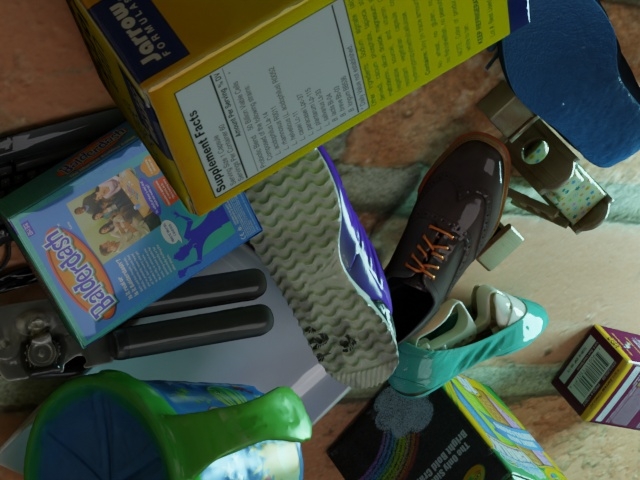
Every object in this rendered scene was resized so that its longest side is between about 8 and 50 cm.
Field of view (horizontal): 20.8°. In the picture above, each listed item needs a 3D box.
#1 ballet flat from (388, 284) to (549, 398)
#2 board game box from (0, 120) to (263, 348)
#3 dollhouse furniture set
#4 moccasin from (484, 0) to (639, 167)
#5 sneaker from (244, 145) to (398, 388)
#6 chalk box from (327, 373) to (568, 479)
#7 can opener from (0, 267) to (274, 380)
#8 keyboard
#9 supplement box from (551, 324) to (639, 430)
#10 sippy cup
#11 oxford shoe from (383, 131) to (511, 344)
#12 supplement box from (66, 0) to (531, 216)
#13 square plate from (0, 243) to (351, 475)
[{"bbox_3d":[0.179,0.102,2.041,0.247,0.083,0.087,-25,127,-33],"label":"ballet flat"},{"bbox_3d":[-0.177,-0.021,1.639,0.210,0.047,0.160,-33,122,-14],"label":"board game box"},{"bbox_3d":[0.208,-0.051,1.917,0.161,0.101,0.182,-43,140,6],"label":"dollhouse furniture set"},{"bbox_3d":[0.241,-0.190,1.808,0.137,0.117,0.342,-29,145,6],"label":"moccasin"},{"bbox_3d":[-0.001,0.001,1.814,0.102,0.146,0.293,-16,111,12],"label":"sneaker"},{"bbox_3d":[0.179,0.309,2.089,0.180,0.289,0.179,-49,139,13],"label":"chalk box"},{"bbox_3d":[-0.192,0.085,1.731,0.283,0.076,0.095,-9,170,-17],"label":"can opener"},{"bbox_3d":[-0.292,-0.014,1.642,0.317,0.033,0.201,-17,136,-22],"label":"keyboard"},{"bbox_3d":[0.410,0.185,2.304,0.188,0.081,0.104,14,118,-43],"label":"supplement box"},{"bbox_3d":[-0.144,0.240,1.779,0.224,0.305,0.240,-5,103,-48],"label":"sippy cup"},{"bbox_3d":[0.130,0.008,1.894,0.097,0.098,0.271,24,119,2],"label":"oxford shoe"},{"bbox_3d":[-0.022,-0.220,1.501,0.356,0.195,0.194,-31,149,-9],"label":"supplement box"},{"bbox_3d":[-0.136,0.163,1.909,0.344,0.049,0.347,-44,140,8],"label":"square plate"}]
